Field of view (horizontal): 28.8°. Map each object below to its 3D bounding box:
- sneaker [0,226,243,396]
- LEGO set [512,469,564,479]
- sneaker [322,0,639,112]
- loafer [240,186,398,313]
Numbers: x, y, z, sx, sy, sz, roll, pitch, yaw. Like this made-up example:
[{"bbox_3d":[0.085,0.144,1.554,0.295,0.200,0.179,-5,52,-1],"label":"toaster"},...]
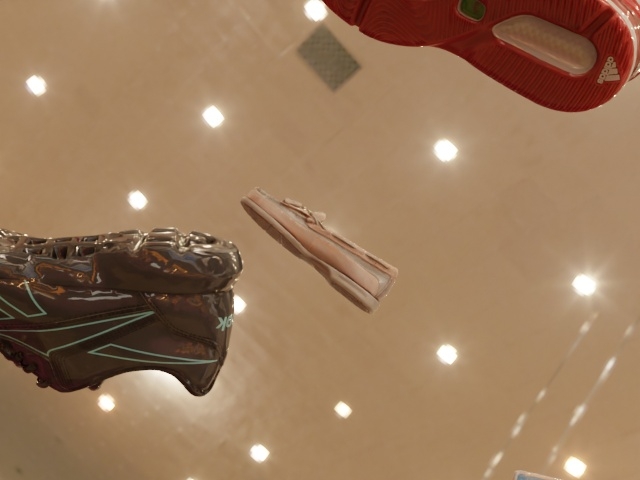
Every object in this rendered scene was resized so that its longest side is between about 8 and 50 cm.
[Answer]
[{"bbox_3d":[-0.184,0.046,0.791,0.267,0.101,0.106,3,-79,-2],"label":"sneaker"},{"bbox_3d":[0.217,0.319,0.995,0.182,0.244,0.060,12,-17,14],"label":"LEGO set"},{"bbox_3d":[0.086,-0.146,0.684,0.221,0.128,0.087,38,-60,16],"label":"sneaker"},{"bbox_3d":[0.000,0.000,0.899,0.125,0.039,0.045,40,-9,-2],"label":"loafer"}]
